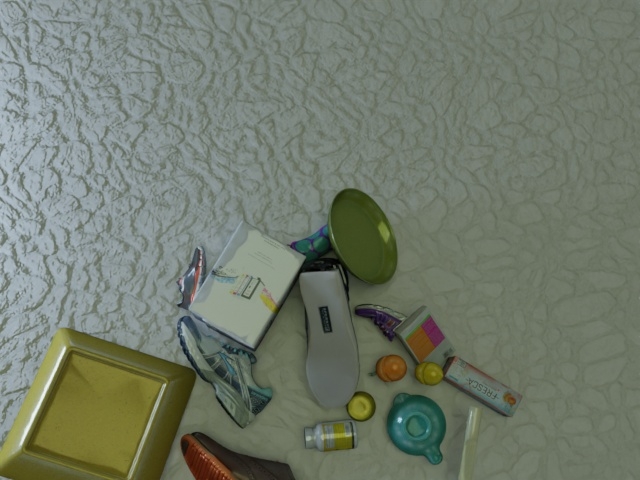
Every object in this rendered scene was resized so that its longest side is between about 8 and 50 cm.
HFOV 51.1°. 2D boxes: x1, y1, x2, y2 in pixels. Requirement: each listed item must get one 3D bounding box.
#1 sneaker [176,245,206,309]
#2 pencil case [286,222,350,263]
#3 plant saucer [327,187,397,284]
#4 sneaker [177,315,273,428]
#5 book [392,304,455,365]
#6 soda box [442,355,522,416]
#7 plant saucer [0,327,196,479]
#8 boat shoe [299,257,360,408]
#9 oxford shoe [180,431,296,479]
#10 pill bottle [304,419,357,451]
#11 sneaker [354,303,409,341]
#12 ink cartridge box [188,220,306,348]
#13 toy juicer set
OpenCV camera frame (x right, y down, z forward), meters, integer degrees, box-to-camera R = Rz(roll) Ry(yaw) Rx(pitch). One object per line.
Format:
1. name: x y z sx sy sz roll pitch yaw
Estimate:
1. sneaker: -0.307 0.087 1.569 0.065 0.061 0.158 6 76 3
2. pencil case: 0.000 0.000 1.611 0.151 0.064 0.070 -33 97 -12
3. plant saucer: 0.093 -0.006 1.574 0.241 0.037 0.241 27 52 -40
4. sneaker: -0.217 0.278 1.518 0.122 0.110 0.283 -36 91 -19
5. book: 0.246 0.235 1.563 0.096 0.035 0.144 -39 111 -13
6. soda box: 0.372 0.341 1.563 0.183 0.063 0.058 31 77 3
7. plant saucer: -0.471 0.375 1.428 0.332 0.081 0.333 19 63 -6
8. boat shoe: 0.032 0.198 1.537 0.127 0.158 0.341 -3 99 13
9. oxford shoe: -0.148 0.529 1.466 0.363 0.130 0.133 36 44 11
10. pill bottle: 0.023 0.441 1.509 0.116 0.065 0.065 -3 77 -5
11. sneaker: 0.158 0.197 1.579 0.170 0.068 0.071 22 82 0
12. ink cartridge box: -0.162 0.110 1.516 0.168 0.171 0.233 30 77 3
13. toy juicer set: 0.239 0.389 1.522 0.329 0.089 0.209 31 83 12
